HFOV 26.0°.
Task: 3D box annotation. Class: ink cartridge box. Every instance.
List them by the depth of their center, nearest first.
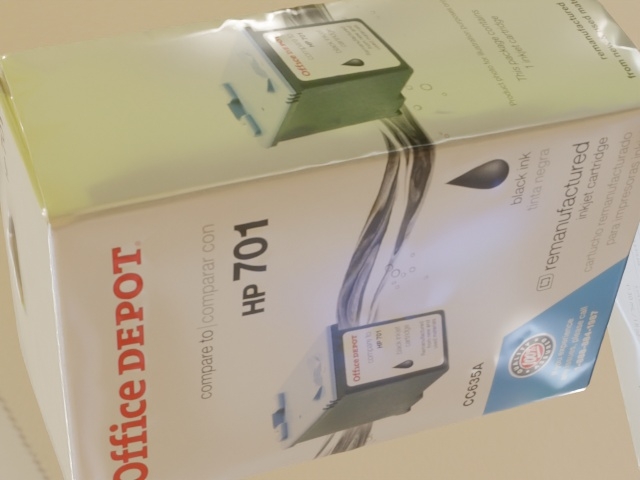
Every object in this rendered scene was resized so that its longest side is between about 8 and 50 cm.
[{"bbox_3d":[0.000,0.000,0.451,0.190,0.082,0.139,-13,-43,-17],"label":"ink cartridge box"}]

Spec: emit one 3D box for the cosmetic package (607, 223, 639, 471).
[{"bbox_3d":[0.333,0.092,0.920,0.097,0.284,0.377,-24,-72,-31],"label":"cosmetic package"}]
